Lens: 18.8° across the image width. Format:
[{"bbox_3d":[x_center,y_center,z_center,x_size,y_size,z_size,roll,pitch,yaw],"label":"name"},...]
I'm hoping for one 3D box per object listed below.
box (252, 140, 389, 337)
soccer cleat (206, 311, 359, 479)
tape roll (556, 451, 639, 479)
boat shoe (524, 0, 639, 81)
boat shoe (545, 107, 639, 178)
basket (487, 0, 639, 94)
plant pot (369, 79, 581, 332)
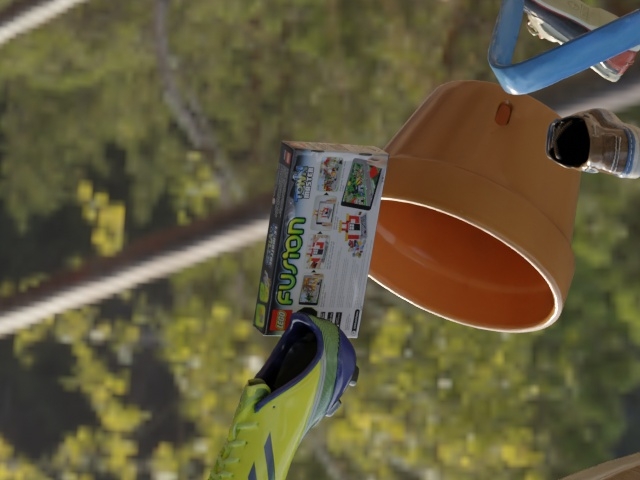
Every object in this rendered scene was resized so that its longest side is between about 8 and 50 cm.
[{"bbox_3d":[0.000,0.000,2.049,0.114,0.207,0.036,3,-164,-25],"label":"box"},{"bbox_3d":[-0.067,0.202,1.989,0.093,0.289,0.121,20,162,41],"label":"soccer cleat"},{"bbox_3d":[0.370,0.257,1.897,0.392,0.072,0.392,-15,180,0],"label":"tape roll"},{"bbox_3d":[0.188,-0.174,1.526,0.137,0.049,0.043,29,127,-4],"label":"boat shoe"},{"bbox_3d":[0.261,-0.101,1.920,0.066,0.066,0.183,6,-176,-16],"label":"boat shoe"},{"bbox_3d":[0.257,-0.220,1.355,0.289,0.254,0.201,-17,123,23],"label":"basket"},{"bbox_3d":[0.181,-0.052,2.272,0.291,0.203,0.291,21,157,9],"label":"plant pot"}]
